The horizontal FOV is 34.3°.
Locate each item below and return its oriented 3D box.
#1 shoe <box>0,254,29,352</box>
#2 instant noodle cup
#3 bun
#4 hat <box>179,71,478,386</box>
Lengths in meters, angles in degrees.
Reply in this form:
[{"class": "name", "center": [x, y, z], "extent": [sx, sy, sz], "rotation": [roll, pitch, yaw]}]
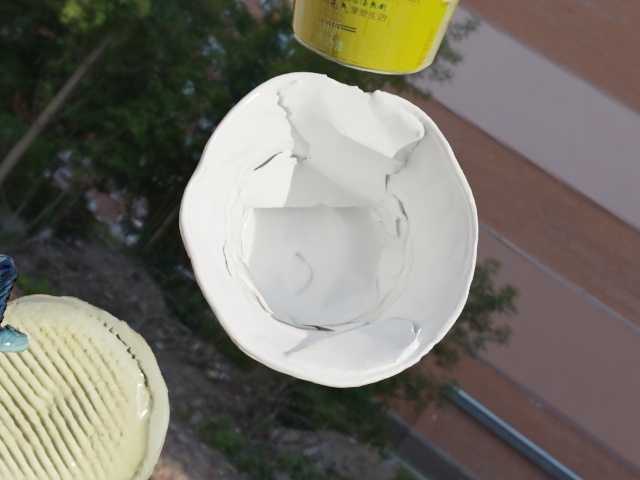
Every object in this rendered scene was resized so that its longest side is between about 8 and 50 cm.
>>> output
[{"class": "shoe", "center": [-0.275, 0.080, 0.848], "extent": [0.071, 0.143, 0.064], "rotation": [20, -18, -16]}, {"class": "instant noodle cup", "center": [0.069, -0.293, 0.988], "extent": [0.216, 0.236, 0.215], "rotation": [10, 29, -6]}, {"class": "bun", "center": [-0.326, 0.200, 1.300], "extent": [0.287, 0.287, 0.146], "rotation": [38, 4, -3]}, {"class": "hat", "center": [0.000, 0.000, 0.705], "extent": [0.203, 0.203, 0.126], "rotation": [37, -13, -1]}]
